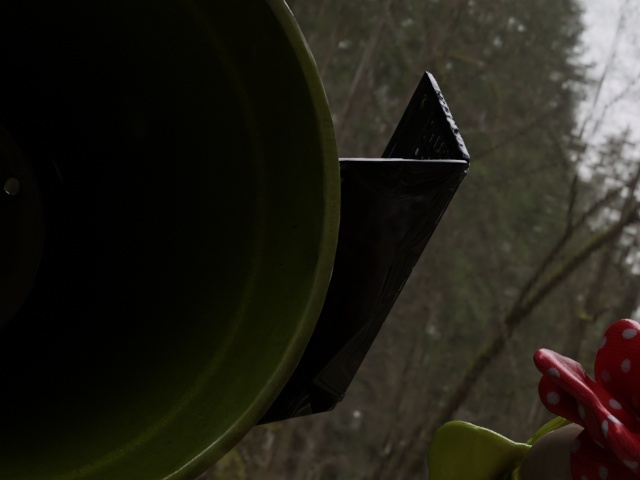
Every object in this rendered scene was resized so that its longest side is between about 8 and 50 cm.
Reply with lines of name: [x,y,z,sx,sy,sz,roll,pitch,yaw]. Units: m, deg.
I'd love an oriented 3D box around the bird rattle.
bird rattle: [0.177,0.163,0.787,0.143,0.207,0.253,-18,-13,-35]

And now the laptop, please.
laptop: [0.000,0.000,0.996,0.136,0.234,0.264,20,26,-17]

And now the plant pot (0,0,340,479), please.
plant pot: [-0.231,-0.024,0.824,0.366,0.367,0.353,27,-15,-24]
